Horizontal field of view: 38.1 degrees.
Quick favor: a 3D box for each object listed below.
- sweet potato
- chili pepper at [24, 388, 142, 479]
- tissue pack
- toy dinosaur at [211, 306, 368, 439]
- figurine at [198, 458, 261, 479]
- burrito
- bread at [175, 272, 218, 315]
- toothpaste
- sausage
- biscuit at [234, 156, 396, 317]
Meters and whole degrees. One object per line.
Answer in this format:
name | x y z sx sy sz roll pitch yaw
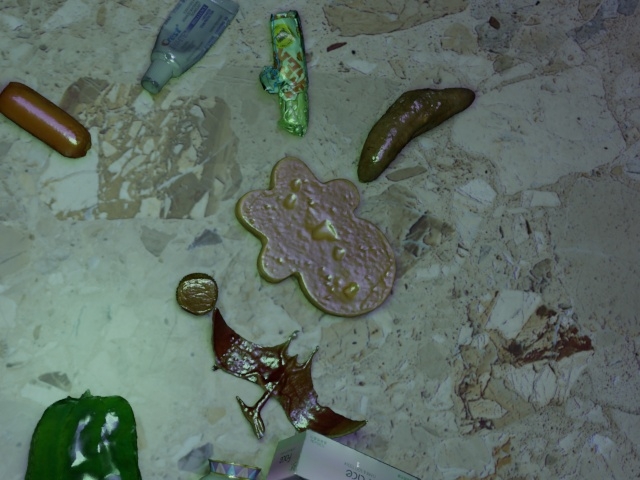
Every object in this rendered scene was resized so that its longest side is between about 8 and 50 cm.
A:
sweet potato | 0.194 -0.258 1.973 0.341 0.092 0.114 -38 115 -19
chili pepper | -0.406 0.451 1.605 0.213 0.167 0.384 1 79 -13
tissue pack | 0.040 0.449 1.719 0.246 0.148 0.092 27 60 -15
toy dinosaur | -0.081 0.255 1.769 0.207 0.113 0.327 -25 84 -19
figurine | -0.176 0.533 1.667 0.190 0.142 0.263 19 72 -35
burrito | -0.078 -0.353 1.934 0.104 0.054 0.287 -4 79 -16
bread | -0.238 0.103 1.789 0.085 0.053 0.084 -1 98 -9
toothpaste | -0.276 -0.411 1.894 0.099 0.069 0.282 46 61 -31
sausage | -0.526 -0.229 1.772 0.198 0.076 0.076 35 71 -7
biscuit | -0.001 0.001 1.879 0.355 0.052 0.275 42 71 -4
